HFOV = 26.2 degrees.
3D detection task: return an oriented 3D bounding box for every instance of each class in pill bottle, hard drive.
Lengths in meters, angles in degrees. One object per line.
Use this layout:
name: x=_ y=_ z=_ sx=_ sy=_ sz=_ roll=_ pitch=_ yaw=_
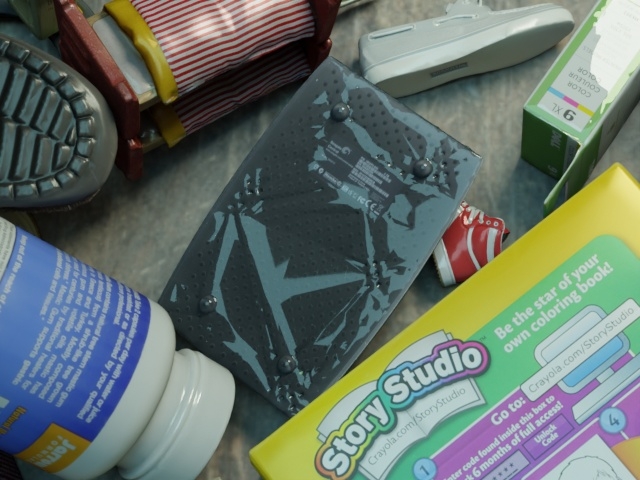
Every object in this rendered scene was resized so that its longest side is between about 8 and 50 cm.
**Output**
pill bottle: x=-0.205 y=0.087 z=1.023 sx=0.272 sy=0.152 sz=0.152 roll=31 pitch=76 yaw=-22
hard drive: x=0.000 y=0.000 z=1.105 sx=0.172 sy=0.054 sz=0.254 roll=35 pitch=94 yaw=15

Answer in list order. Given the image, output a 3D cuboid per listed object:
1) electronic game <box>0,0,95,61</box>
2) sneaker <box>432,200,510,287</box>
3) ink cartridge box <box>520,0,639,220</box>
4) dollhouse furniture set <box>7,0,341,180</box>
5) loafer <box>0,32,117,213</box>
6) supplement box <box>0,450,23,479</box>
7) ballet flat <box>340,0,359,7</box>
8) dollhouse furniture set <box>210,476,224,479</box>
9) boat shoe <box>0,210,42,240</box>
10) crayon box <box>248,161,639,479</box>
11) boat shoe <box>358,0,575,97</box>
electronic game: x=-0.293 y=-0.135 z=1.208 sx=0.229 sy=0.048 sz=0.229 roll=-2 pitch=72 yaw=5
sneaker: x=0.116 y=-0.026 z=1.130 sx=0.067 sy=0.042 sz=0.118 roll=-15 pitch=79 yaw=6
ink cartridge box: x=0.213 y=-0.110 z=1.110 sx=0.062 sy=0.109 sz=0.209 roll=32 pitch=79 yaw=15
dollhouse furniture set: x=-0.173 y=-0.258 z=1.151 sx=0.201 sy=0.152 sz=0.374 roll=-31 pitch=74 yaw=-18
loafer: x=-0.313 y=-0.098 z=1.109 sx=0.366 sy=0.130 sz=0.134 roll=13 pitch=82 yaw=20
supplement box: x=-0.300 y=0.169 z=1.084 sx=0.081 sy=0.104 sz=0.188 roll=-28 pitch=71 yaw=-1
ballet flat: x=0.050 y=-0.256 z=1.207 sx=0.188 sy=0.070 sz=0.070 roll=-39 pitch=73 yaw=-4
dollhouse furniture set: x=-0.131 y=0.286 z=1.029 sx=0.182 sy=0.101 sz=0.161 roll=-19 pitch=72 yaw=0
boat shoe: x=-0.403 y=0.031 z=1.116 sx=0.341 sy=0.110 sz=0.121 roll=-14 pitch=100 yaw=1
crayon box: x=0.183 y=0.175 z=1.027 sx=0.363 sy=0.106 sz=0.313 roll=-37 pitch=71 yaw=-6
boat shoe: x=0.121 y=-0.175 z=1.170 sx=0.184 sy=0.066 sz=0.063 roll=-18 pitch=72 yaw=11
